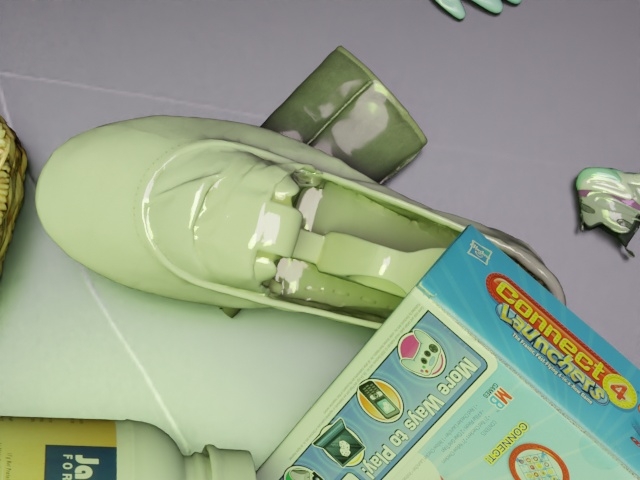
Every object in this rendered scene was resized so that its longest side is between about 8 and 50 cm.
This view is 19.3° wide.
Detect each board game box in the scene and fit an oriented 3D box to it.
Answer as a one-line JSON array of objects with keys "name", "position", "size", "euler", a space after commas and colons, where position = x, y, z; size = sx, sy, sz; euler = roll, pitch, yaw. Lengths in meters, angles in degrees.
[{"name": "board game box", "position": [0.123, 0.194, 1.292], "size": [0.302, 0.308, 0.086], "euler": [41, 42, 3]}]

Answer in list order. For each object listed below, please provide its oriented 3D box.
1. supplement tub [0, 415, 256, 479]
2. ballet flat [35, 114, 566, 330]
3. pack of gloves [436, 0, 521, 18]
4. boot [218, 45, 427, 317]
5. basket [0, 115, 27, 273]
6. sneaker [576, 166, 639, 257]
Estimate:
[{"name": "supplement tub", "position": [-0.206, 0.229, 1.244], "size": [0.316, 0.228, 0.228], "euler": [2, 83, -8]}, {"name": "ballet flat", "position": [0.000, 0.000, 1.339], "size": [0.400, 0.139, 0.139], "euler": [16, 83, -15]}, {"name": "pack of gloves", "position": [0.107, -0.302, 1.467], "size": [0.232, 0.046, 0.195], "euler": [41, 83, 3]}, {"name": "boot", "position": [-0.051, -0.070, 1.421], "size": [0.189, 0.076, 0.208], "euler": [44, 91, -11]}, {"name": "basket", "position": [-0.349, 0.004, 1.331], "size": [0.213, 0.223, 0.299], "euler": [32, 83, 2]}, {"name": "sneaker", "position": [0.246, -0.021, 1.444], "size": [0.098, 0.038, 0.069], "euler": [0, 85, 8]}]
